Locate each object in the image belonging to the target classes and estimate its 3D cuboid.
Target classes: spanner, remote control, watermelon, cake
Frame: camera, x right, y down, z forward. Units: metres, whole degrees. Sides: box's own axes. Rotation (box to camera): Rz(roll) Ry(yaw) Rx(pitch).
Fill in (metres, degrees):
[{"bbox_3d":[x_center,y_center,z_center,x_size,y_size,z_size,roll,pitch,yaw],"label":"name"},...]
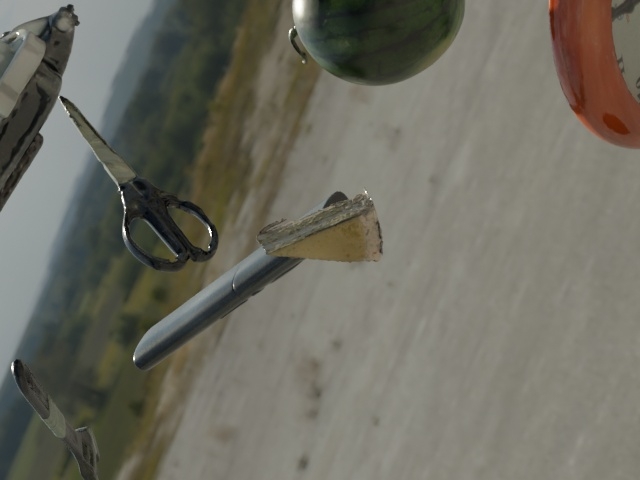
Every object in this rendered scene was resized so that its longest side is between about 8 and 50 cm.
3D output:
[{"bbox_3d":[-0.294,0.212,1.676,0.316,0.024,0.087,75,177,-62],"label":"spanner"},{"bbox_3d":[-0.110,0.059,2.006,0.377,0.044,0.107,-35,18,30],"label":"remote control"},{"bbox_3d":[0.070,-0.259,1.833,0.204,0.232,0.127,59,-160,-64],"label":"watermelon"},{"bbox_3d":[0.000,0.000,1.461,0.052,0.121,0.065,-108,1,-57],"label":"cake"}]

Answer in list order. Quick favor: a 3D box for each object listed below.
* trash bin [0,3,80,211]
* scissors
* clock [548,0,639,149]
[{"bbox_3d":[-0.398,-0.136,1.082,0.256,0.367,0.296,-8,47,54],"label":"trash bin"},{"bbox_3d":[-0.229,-0.076,1.735,0.109,0.300,0.022,-20,-32,-34],"label":"scissors"},{"bbox_3d":[0.209,-0.158,0.923,0.051,0.205,0.205,14,78,44],"label":"clock"}]
